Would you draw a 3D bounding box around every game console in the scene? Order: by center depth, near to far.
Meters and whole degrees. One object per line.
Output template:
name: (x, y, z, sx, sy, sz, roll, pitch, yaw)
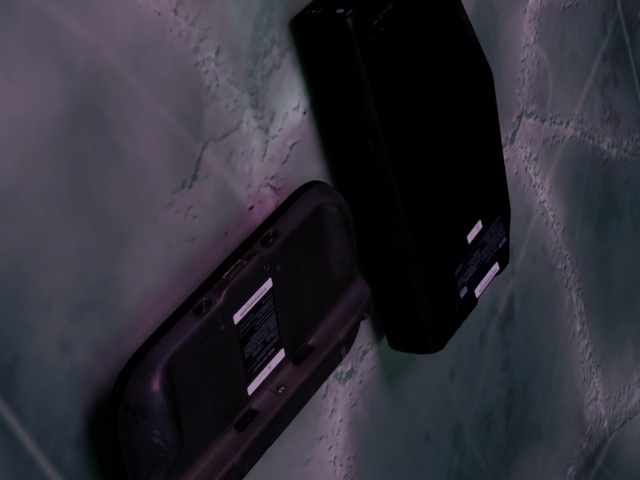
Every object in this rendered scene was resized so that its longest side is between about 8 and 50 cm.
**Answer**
game console: (0.000, 0.000, 0.897, 0.361, 0.044, 0.213, -48, 131, -43)
